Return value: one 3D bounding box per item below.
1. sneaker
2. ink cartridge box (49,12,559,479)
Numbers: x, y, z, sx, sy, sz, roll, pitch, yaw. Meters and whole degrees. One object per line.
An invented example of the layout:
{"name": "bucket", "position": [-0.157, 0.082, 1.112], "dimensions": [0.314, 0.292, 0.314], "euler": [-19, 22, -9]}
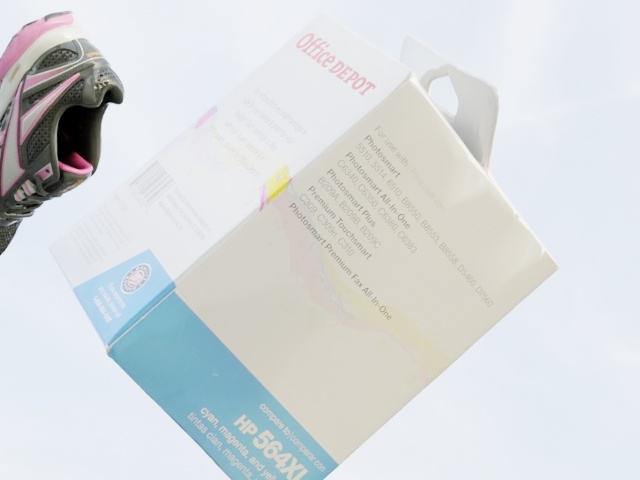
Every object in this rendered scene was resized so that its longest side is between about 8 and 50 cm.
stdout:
{"name": "sneaker", "position": [-0.179, -0.050, 1.134], "dimensions": [0.072, 0.077, 0.178], "euler": [-15, -39, -49]}
{"name": "ink cartridge box", "position": [0.000, 0.000, 0.601], "dimensions": [0.143, 0.092, 0.090], "euler": [-41, -63, -1]}
